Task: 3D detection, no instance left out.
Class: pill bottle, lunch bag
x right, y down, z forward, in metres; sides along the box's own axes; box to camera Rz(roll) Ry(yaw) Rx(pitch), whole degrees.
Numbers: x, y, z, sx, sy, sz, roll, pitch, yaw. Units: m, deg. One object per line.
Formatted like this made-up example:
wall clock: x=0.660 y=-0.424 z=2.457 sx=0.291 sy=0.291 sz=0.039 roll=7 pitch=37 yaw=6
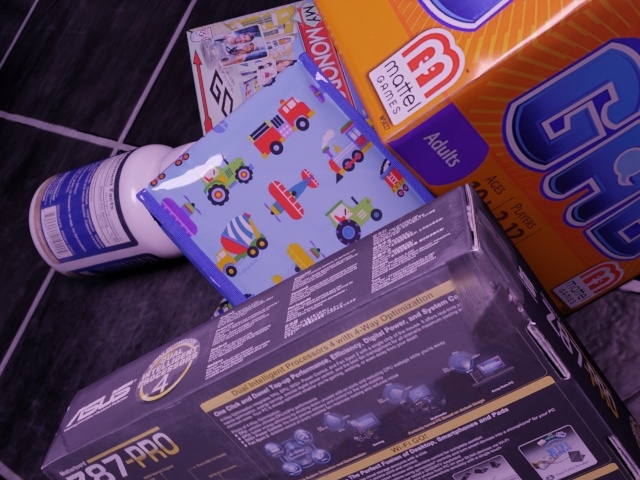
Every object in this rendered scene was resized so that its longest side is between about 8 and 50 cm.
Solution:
pill bottle: x=-0.244 y=-0.041 z=1.073 sx=0.265 sy=0.153 sz=0.153 roll=-11 pitch=61 yaw=31
lunch bag: x=0.000 y=0.000 z=0.824 sx=0.221 sy=0.138 sz=0.293 roll=-42 pitch=83 yaw=-9

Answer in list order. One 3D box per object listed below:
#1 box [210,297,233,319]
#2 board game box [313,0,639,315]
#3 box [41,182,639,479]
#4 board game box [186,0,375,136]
box: x=-0.052 y=0.117 z=0.916 sx=0.169 sy=0.054 sz=0.059 roll=27 pitch=84 yaw=42
board game box: x=0.222 y=-0.218 z=0.684 sx=0.356 sy=0.357 sz=0.356 roll=-34 pitch=52 yaw=18
box: x=0.030 y=0.179 z=0.649 sx=0.395 sy=0.318 sz=0.097 roll=-30 pitch=27 yaw=22
board game box: x=-0.043 y=-0.169 z=1.006 sx=0.214 sy=0.046 sz=0.317 roll=-15 pitch=55 yaw=0
